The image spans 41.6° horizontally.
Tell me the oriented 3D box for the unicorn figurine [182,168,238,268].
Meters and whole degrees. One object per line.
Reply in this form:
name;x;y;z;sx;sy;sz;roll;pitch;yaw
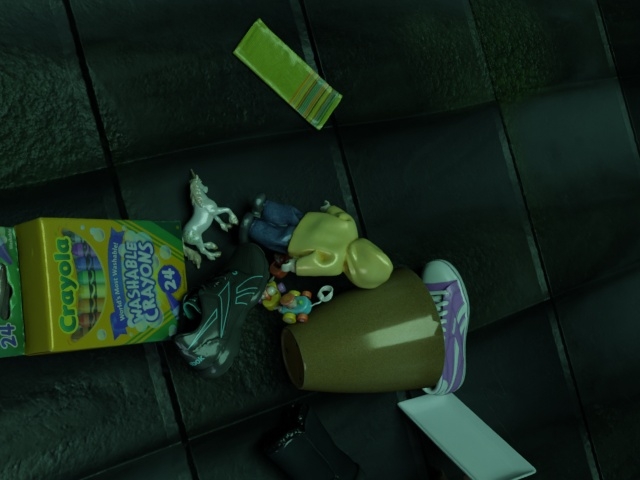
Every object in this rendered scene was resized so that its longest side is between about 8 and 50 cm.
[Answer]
unicorn figurine;-0.209;-0.040;1.515;0.111;0.060;0.161;34;64;-25

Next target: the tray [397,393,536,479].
tray;0.284;0.399;1.676;0.145;0.270;0.030;-9;123;-34

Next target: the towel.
towel;-0.062;-0.332;1.693;0.237;0.021;0.102;40;61;-21

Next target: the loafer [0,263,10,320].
loafer;-0.500;0.065;1.316;0.039;0.045;0.125;18;78;-48

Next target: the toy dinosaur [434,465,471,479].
toy dinosaur;0.262;0.554;1.634;0.296;0.127;0.200;25;63;20

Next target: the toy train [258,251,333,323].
toy train;-0.059;0.079;1.548;0.125;0.166;0.046;-47;136;-7

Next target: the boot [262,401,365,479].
boot;-0.040;0.441;1.515;0.207;0.094;0.246;51;52;-20

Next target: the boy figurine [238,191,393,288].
boy figurine;0.000;0.000;1.541;0.285;0.092;0.177;20;52;6

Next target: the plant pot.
plant pot;0.065;0.190;1.574;0.255;0.237;0.237;-12;88;-22

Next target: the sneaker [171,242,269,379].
sneaker;-0.166;0.097;1.415;0.106;0.101;0.267;41;46;-27

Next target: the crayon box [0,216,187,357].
crayon box;-0.359;0.070;1.334;0.323;0.083;0.203;0;81;-48

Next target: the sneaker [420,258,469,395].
sneaker;0.237;0.175;1.714;0.161;0.102;0.282;9;74;-61
